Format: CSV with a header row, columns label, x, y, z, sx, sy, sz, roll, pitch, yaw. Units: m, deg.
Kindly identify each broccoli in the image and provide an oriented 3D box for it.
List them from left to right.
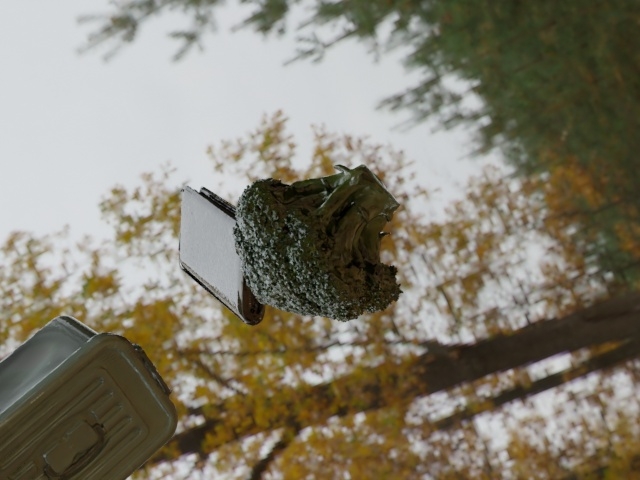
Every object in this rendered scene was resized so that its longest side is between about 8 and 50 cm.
label,x,y,z,sx,sy,sz,roll,pitch,yaw
broccoli,0.000,0.000,0.956,0.146,0.138,0.162,52,-171,19

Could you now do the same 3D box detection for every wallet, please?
label,x,y,z,sx,sy,sz,roll,pitch,yaw
wallet,-0.109,0.011,1.274,0.198,0.031,0.110,31,122,59

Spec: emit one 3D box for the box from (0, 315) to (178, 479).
label,x,y,z,sx,sy,sz,roll,pitch,yaw
box,-0.293,0.198,1.261,0.135,0.243,0.163,25,152,52
